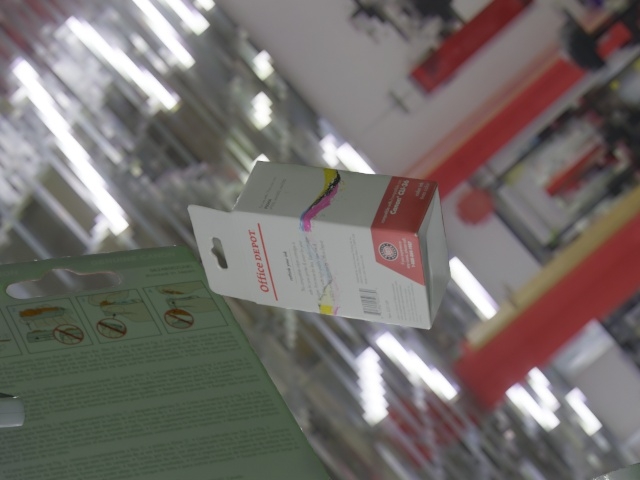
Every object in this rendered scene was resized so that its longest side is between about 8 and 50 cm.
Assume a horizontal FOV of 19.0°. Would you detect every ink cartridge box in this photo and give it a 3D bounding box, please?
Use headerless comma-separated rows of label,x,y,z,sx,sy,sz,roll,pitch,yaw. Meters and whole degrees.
ink cartridge box,0.000,0.000,1.574,0.115,0.198,0.067,79,-154,-44
ink cartridge box,-0.199,0.165,1.804,0.308,0.091,0.385,-7,-140,-27

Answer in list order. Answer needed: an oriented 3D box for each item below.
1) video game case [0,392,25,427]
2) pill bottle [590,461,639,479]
video game case,-0.326,0.116,1.322,0.183,0.201,0.023,179,90,-66
pill bottle,0.226,0.215,1.328,0.065,0.065,0.116,25,-136,-72
